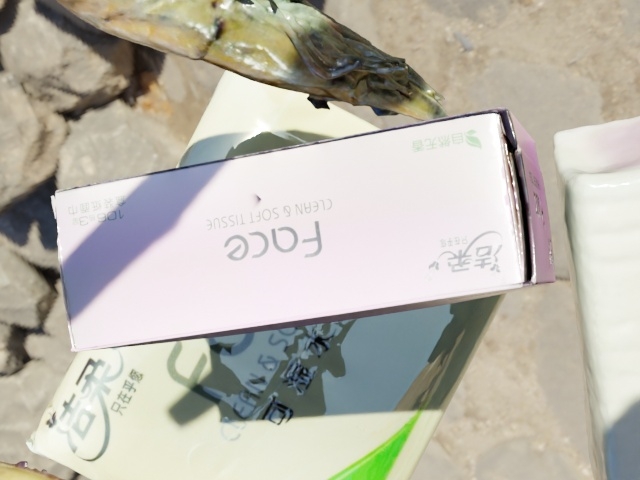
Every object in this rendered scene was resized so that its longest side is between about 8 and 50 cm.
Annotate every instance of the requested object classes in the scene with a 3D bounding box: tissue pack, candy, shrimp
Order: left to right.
[{"bbox_3d":[-0.022,-0.145,0.629,0.169,0.296,0.058,-34,46,54],"label":"shrimp"},{"bbox_3d":[-0.028,0.081,1.018,0.332,0.405,0.205,28,178,-2],"label":"tissue pack"},{"bbox_3d":[0.000,0.000,0.599,0.246,0.148,0.092,-10,86,17],"label":"tissue pack"},{"bbox_3d":[0.316,0.069,0.887,0.208,0.145,0.358,-7,112,10],"label":"candy"}]

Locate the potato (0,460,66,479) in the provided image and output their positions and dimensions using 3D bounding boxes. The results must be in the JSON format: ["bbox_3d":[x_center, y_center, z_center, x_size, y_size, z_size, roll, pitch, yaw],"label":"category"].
[{"bbox_3d":[-0.178,0.175,0.500,0.261,0.100,0.120,-3,110,24],"label":"potato"}]
